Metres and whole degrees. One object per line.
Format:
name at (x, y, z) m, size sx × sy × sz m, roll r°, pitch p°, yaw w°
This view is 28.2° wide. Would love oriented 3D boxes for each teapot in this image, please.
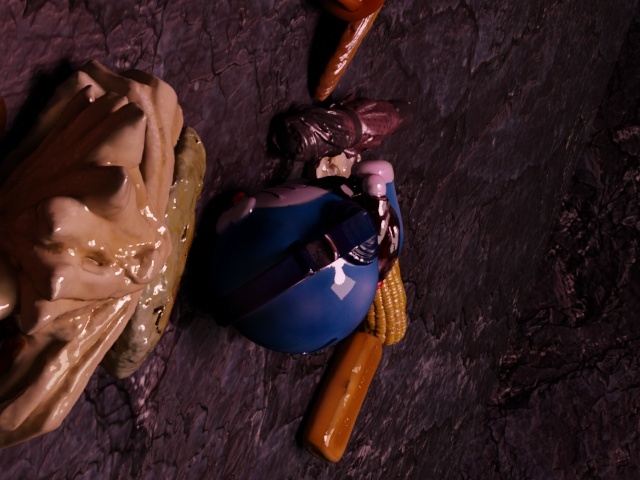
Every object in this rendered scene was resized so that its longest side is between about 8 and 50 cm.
teapot at (0.035, -0.378, 1.795) m, size 0.116 × 0.116 × 0.173 m, roll 79°, pitch 8°, yaw -49°

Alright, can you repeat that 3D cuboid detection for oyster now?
oyster at (0.001, 0.000, 1.997) m, size 0.128 × 0.078 × 0.345 m, roll 1°, pitch 96°, yaw -67°

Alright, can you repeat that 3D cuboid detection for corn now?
corn at (0.101, 0.076, 2.264) m, size 0.101 × 0.101 × 0.292 m, roll -57°, pitch 150°, yaw -37°

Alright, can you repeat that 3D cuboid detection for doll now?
doll at (-0.017, 0.022, 1.747) m, size 0.240 × 0.284 × 0.310 m, roll 60°, pitch 34°, yaw 1°

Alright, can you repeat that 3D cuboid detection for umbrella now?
umbrella at (0.042, -0.174, 1.919) m, size 0.326 × 0.090 × 0.094 m, roll -22°, pitch 86°, yaw -54°

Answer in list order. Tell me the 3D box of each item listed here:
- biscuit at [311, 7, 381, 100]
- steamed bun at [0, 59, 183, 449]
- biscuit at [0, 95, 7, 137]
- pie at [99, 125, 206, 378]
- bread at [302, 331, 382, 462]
biscuit at (0.053, -0.312, 1.910) m, size 0.229 × 0.031 × 0.176 m, roll -62°, pitch 180°, yaw 11°
steamed bun at (-0.244, -0.007, 1.200) m, size 0.189 × 0.247 × 0.428 m, roll 49°, pitch 60°, yaw -50°
biscuit at (-0.378, -0.099, 1.049) m, size 0.334 × 0.047 × 0.202 m, roll -47°, pitch 145°, yaw -52°
pie at (-0.183, 0.011, 1.418) m, size 0.306 × 0.071 × 0.306 m, roll -163°, pitch -90°, yaw -80°
bread at (0.037, 0.274, 2.264) m, size 0.092 × 0.074 × 0.239 m, roll 52°, pitch 54°, yaw -44°
